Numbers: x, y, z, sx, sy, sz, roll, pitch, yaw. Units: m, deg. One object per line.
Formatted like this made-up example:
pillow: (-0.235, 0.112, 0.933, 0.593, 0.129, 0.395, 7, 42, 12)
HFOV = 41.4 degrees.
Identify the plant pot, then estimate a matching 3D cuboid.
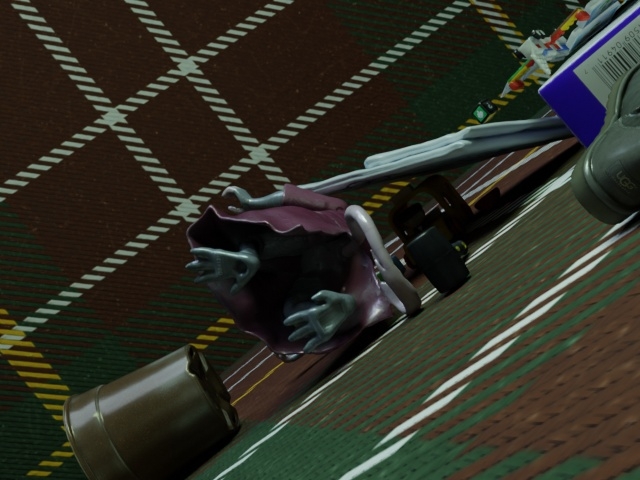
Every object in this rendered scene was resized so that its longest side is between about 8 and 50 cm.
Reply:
plant pot: (-0.201, 0.223, 1.054, 0.165, 0.167, 0.167, -31, 0, 0)

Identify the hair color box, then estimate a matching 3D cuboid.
hair color box: (0.367, -0.210, 0.955, 0.185, 0.110, 0.339, -41, 1, 27)

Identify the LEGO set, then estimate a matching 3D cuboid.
LEGO set: (0.288, -0.225, 0.997, 0.244, 0.060, 0.182, -38, -12, -8)

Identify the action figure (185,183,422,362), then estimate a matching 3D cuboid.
action figure: (0.000, 0.000, 1.050, 0.276, 0.248, 0.370, -28, -1, 23)

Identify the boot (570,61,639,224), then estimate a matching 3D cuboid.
boot: (0.260, -0.106, 0.508, 0.189, 0.076, 0.208, -55, 3, -37)

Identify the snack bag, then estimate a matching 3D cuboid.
snack bag: (0.166, -0.118, 1.185, 0.323, 0.037, 0.343, -14, 1, -42)

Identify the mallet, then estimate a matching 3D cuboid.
mallet: (0.142, 0.022, 0.896, 0.039, 0.062, 0.190, -38, -15, 16)

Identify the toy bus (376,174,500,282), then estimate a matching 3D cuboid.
toy bus: (0.153, -0.035, 1.269, 0.191, 0.104, 0.202, -39, -1, -24)

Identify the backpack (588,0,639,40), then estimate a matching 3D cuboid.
backpack: (0.513, -0.334, 1.260, 0.158, 0.117, 0.173, -38, -1, -17)
